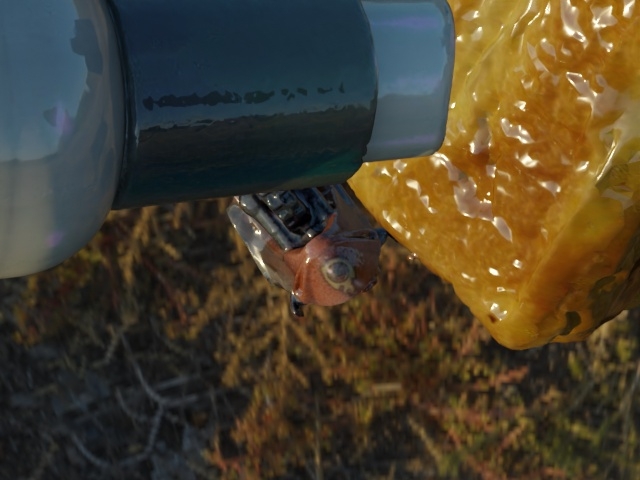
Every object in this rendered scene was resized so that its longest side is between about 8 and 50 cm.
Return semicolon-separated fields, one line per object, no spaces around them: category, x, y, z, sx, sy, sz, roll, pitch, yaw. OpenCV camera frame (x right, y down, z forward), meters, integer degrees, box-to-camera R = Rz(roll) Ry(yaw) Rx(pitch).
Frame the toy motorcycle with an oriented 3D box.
toy motorcycle;0.000;0.000;1.101;0.084;0.212;0.118;-40;74;3

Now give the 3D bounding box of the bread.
bread;0.146;-0.104;0.753;0.195;0.344;0.149;46;46;14

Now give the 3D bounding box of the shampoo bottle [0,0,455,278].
shampoo bottle;-0.059;-0.028;0.334;0.192;0.074;0.074;-5;54;-23
